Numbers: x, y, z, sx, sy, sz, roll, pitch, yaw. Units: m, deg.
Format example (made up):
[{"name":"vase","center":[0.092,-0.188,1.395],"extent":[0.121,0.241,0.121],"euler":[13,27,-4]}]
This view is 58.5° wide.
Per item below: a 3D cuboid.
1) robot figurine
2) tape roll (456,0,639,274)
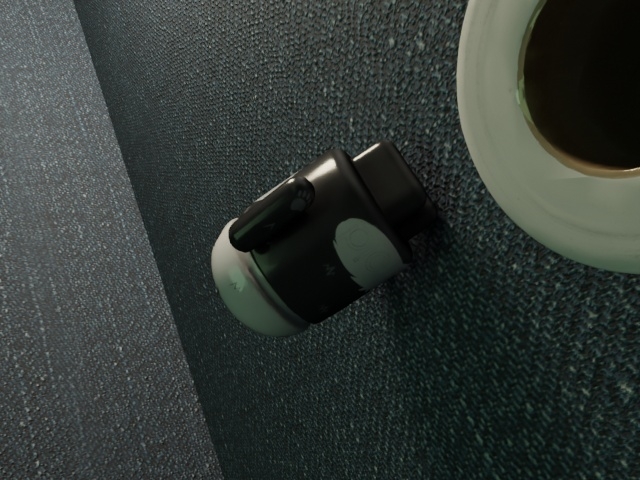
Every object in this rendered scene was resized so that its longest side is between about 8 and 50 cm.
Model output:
[{"name":"robot figurine","center":[-0.002,-0.002,0.700],"extent":[0.209,0.278,0.174],"euler":[51,-167,-24]},{"name":"tape roll","center":[0.232,-0.112,0.359],"extent":[0.246,0.169,0.246],"euler":[26,122,53]}]
